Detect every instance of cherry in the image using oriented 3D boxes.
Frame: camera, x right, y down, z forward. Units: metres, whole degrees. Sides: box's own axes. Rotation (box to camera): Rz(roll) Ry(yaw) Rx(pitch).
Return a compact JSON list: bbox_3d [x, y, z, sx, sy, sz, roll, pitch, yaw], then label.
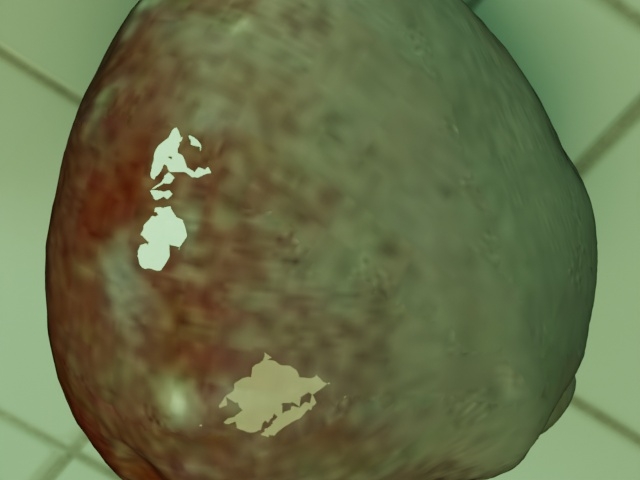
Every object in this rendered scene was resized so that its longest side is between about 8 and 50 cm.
[{"bbox_3d":[0.011,-0.002,1.095,0.326,0.291,0.335,9,85,-37],"label":"cherry"}]
